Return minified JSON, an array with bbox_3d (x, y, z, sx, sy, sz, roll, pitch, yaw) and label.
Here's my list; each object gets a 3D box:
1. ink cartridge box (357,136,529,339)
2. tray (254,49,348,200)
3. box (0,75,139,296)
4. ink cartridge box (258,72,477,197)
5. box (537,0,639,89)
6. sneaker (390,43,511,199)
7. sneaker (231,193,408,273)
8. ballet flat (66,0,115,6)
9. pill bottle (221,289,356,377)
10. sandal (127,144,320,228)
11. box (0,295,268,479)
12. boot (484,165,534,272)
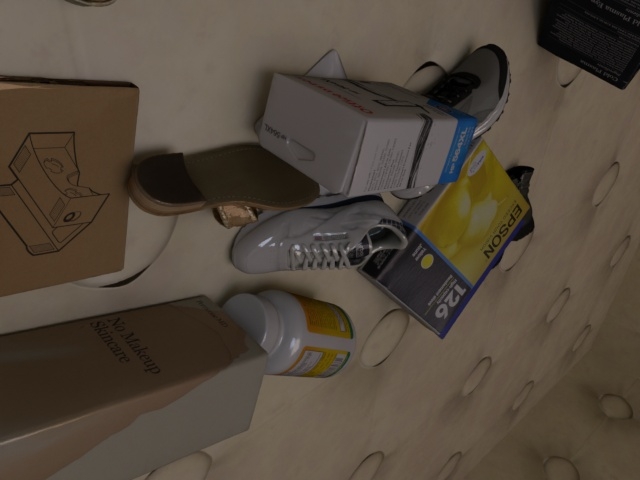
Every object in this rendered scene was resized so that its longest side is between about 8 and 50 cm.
[{"bbox_3d":[0.256,0.014,1.042,0.307,0.072,0.304,38,85,-36],"label":"ink cartridge box"},{"bbox_3d":[0.020,-0.107,0.768,0.145,0.030,0.270,-48,144,-13],"label":"tray"},{"bbox_3d":[-0.250,-0.046,0.512,0.164,0.021,0.201,-12,126,-44],"label":"box"},{"bbox_3d":[0.056,-0.124,0.641,0.203,0.148,0.086,-11,127,-45],"label":"ink cartridge box"},{"bbox_3d":[0.530,-0.474,0.869,0.343,0.179,0.312,-52,162,-5],"label":"box"},{"bbox_3d":[0.185,-0.188,0.838,0.272,0.100,0.108,-52,139,-5],"label":"sneaker"},{"bbox_3d":[0.000,0.000,0.745,0.235,0.095,0.090,-18,141,-16],"label":"sneaker"},{"bbox_3d":[-0.215,-0.212,0.392,0.168,0.052,0.057,6,113,-51],"label":"ballet flat"},{"bbox_3d":[-0.047,0.134,0.806,0.208,0.117,0.118,22,100,-54],"label":"pill bottle"},{"bbox_3d":[-0.113,-0.051,0.638,0.240,0.088,0.079,-8,156,-46],"label":"sandal"},{"bbox_3d":[-0.224,0.167,0.606,0.311,0.148,0.121,-9,124,-47],"label":"box"},{"bbox_3d":[0.359,-0.049,1.186,0.246,0.083,0.161,-36,128,-25],"label":"boot"}]
